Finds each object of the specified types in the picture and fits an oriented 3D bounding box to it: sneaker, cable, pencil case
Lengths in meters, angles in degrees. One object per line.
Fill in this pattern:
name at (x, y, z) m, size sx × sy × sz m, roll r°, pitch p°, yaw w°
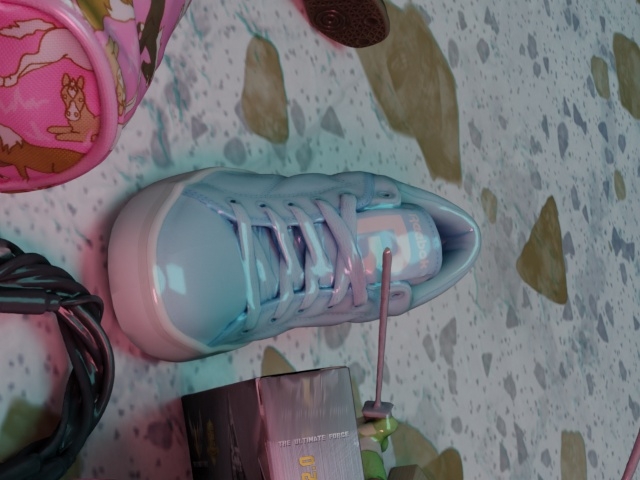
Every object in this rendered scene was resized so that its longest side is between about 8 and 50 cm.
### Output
sneaker at (0.003, -0.237, 1.206) m, size 0.188 × 0.066 × 0.071 m, roll 42°, pitch 45°, yaw -46°
sneaker at (0.000, 0.000, 1.033) m, size 0.366 × 0.150 × 0.135 m, roll -13°, pitch 90°, yaw -60°
cable at (-0.184, 0.073, 0.814) m, size 0.184 × 0.047 × 0.150 m, roll -41°, pitch 110°, yaw -53°
pencil case at (-0.133, -0.201, 0.878) m, size 0.167 × 0.160 × 0.386 m, roll 49°, pitch 41°, yaw -29°

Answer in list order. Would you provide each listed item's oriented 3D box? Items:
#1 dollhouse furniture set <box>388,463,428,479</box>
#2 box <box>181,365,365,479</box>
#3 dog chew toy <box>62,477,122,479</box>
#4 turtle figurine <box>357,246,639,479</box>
dollhouse furniture set at (0.134, 0.261, 1.187) m, size 0.151 × 0.123 × 0.144 m, roll 58°, pitch 36°, yaw -30°
box at (-0.027, 0.175, 0.874) m, size 0.056 × 0.231 × 0.183 m, roll -7°, pitch 84°, yaw -17°
dog chew toy at (-0.139, 0.278, 0.669) m, size 0.206 × 0.207 × 0.332 m, roll 54°, pitch 46°, yaw -34°
turtle figurine at (0.106, 0.198, 1.003) m, size 0.266 × 0.198 × 0.274 m, roll 97°, pitch 3°, yaw -57°
